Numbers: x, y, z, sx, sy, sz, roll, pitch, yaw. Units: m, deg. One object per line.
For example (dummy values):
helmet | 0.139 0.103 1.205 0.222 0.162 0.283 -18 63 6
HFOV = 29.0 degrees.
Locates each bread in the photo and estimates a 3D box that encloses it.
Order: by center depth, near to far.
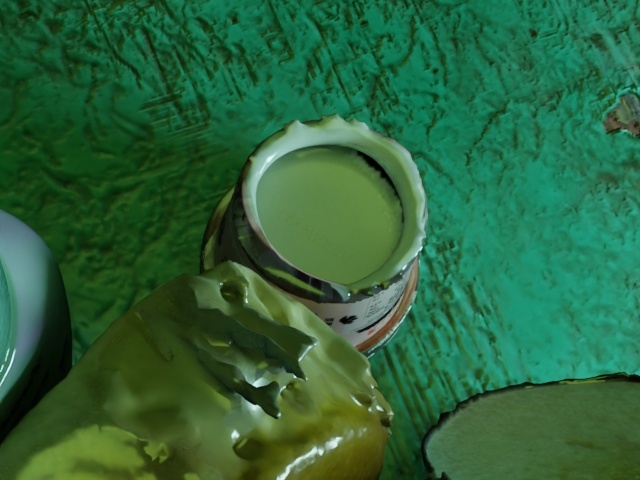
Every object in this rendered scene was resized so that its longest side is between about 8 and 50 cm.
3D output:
bread | -0.114 0.198 0.672 0.183 0.236 0.388 40 75 13

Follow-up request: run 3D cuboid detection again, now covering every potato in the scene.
potato | 0.206 0.208 0.726 0.300 0.246 0.196 4 108 20

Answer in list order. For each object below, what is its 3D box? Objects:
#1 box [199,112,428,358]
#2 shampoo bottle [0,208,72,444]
box | 0.000 0.000 0.804 0.151 0.135 0.151 3 71 -8
shampoo bottle | -0.225 0.058 0.637 0.151 0.349 0.222 36 69 7
